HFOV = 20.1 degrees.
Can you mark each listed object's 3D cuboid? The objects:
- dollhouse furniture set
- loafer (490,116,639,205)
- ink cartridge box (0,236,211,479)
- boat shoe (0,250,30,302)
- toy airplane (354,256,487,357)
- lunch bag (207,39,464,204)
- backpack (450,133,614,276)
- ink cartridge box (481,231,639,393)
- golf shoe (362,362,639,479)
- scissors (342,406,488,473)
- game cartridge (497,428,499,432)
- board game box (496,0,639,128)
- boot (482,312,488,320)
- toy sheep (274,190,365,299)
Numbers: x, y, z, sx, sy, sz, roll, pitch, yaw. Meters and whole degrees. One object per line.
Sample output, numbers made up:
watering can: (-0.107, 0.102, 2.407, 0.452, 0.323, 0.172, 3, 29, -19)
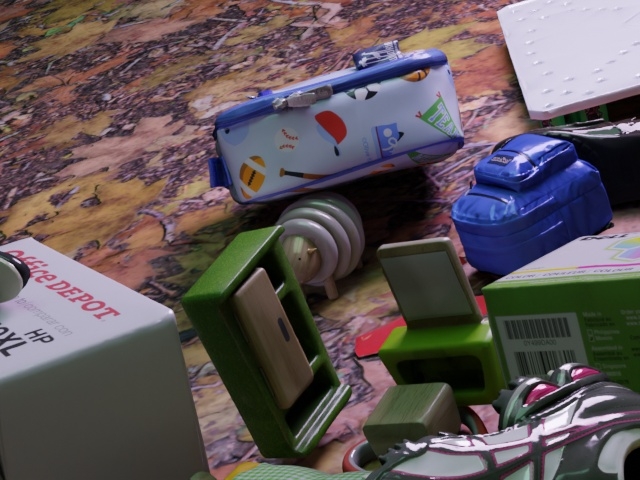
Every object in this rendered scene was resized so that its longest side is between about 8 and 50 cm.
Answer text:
dollhouse furniture set: (-0.017, 0.123, 1.229, 0.197, 0.151, 0.301, -7, 28, 33)
loafer: (0.264, -0.071, 1.644, 0.220, 0.080, 0.078, -1, 17, 25)
ink cartridge box: (-0.322, 0.151, 1.346, 0.395, 0.166, 0.285, -19, 21, -27)
boat shoe: (-0.263, 0.018, 1.368, 0.133, 0.049, 0.042, 2, 28, 42)
toy airplane: (0.098, 0.052, 1.519, 0.151, 0.028, 0.151, -16, 22, 7)
lunch bag: (0.006, -0.104, 1.741, 0.243, 0.115, 0.303, -16, 0, -3)
backpack: (0.172, -0.029, 1.566, 0.120, 0.101, 0.098, -34, 21, -24)
ink cartridge box: (0.267, 0.034, 1.275, 0.189, 0.097, 0.255, -6, 14, 45)
golf shoe: (0.110, 0.157, 1.034, 0.273, 0.105, 0.120, -32, 32, -34)
scissors: (0.080, 0.188, 1.215, 0.109, 0.021, 0.297, -18, 21, 0)
game cartridge: (0.245, 0.173, 1.088, 0.285, 0.053, 0.324, -13, 23, 10)
board game box: (0.399, -0.228, 1.938, 0.390, 0.050, 0.390, -15, 22, 6)
boot: (0.143, 0.083, 1.396, 0.087, 0.042, 0.118, 9, 34, 44)
toy sheep: (0.000, 0.000, 1.638, 0.091, 0.091, 0.132, -7, 24, 25)
